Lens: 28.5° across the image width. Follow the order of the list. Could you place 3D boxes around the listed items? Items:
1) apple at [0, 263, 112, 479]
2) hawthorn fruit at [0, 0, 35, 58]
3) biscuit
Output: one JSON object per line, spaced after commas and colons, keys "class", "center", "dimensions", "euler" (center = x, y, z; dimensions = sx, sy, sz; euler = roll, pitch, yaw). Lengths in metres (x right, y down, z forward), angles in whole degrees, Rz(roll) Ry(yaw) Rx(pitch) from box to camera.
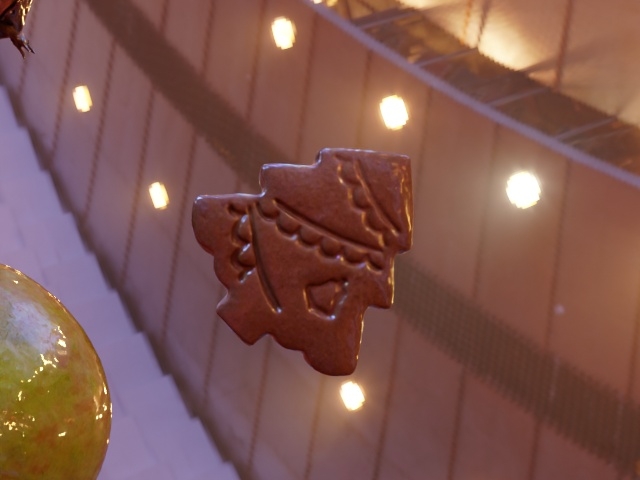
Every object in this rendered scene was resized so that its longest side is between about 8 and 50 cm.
{"class": "apple", "center": [-0.219, 0.105, 0.718], "dimensions": [0.196, 0.196, 0.196], "euler": [31, -49, 43]}
{"class": "hawthorn fruit", "center": [-0.501, -0.374, 1.735], "dimensions": [0.307, 0.276, 0.276], "euler": [56, -32, -10]}
{"class": "biscuit", "center": [0.000, 0.000, 1.527], "dimensions": [0.284, 0.306, 0.043], "euler": [46, -11, -7]}
